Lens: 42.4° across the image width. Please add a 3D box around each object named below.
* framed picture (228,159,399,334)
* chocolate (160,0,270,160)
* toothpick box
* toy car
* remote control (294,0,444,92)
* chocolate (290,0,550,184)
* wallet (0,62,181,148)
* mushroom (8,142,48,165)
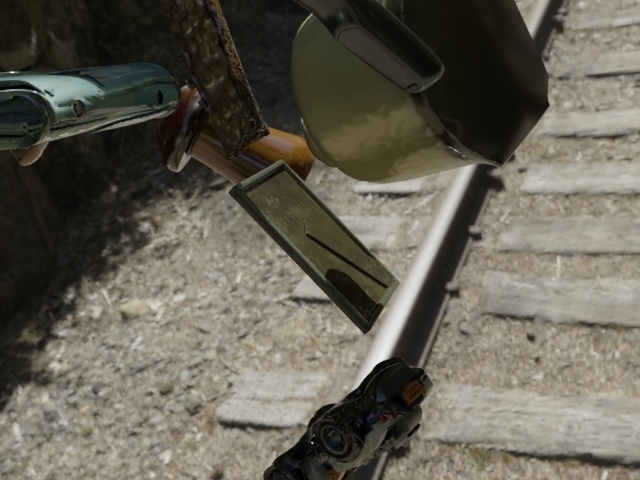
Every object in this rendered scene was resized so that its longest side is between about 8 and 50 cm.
[{"bbox_3d":[0.000,0.000,1.288,0.016,0.289,0.213,-44,0,24],"label":"framed picture"},{"bbox_3d":[-0.157,-0.278,1.198,0.102,0.329,0.065,-31,-15,37],"label":"chocolate"},{"bbox_3d":[-0.163,-0.179,1.564,0.294,0.192,0.192,27,35,-6],"label":"toothpick box"},{"bbox_3d":[0.043,0.284,1.189,0.193,0.118,0.301,-29,-13,-50],"label":"toy car"},{"bbox_3d":[0.039,-0.234,0.885,0.042,0.222,0.072,-61,18,-17],"label":"remote control"},{"bbox_3d":[0.113,-0.243,1.187,0.297,0.314,0.326,-10,28,46],"label":"chocolate"},{"bbox_3d":[-0.273,-0.134,0.826,0.176,0.075,0.250,-1,14,17],"label":"wallet"},{"bbox_3d":[-0.579,-0.232,1.491,0.084,0.209,0.071,-43,3,19],"label":"mushroom"}]
